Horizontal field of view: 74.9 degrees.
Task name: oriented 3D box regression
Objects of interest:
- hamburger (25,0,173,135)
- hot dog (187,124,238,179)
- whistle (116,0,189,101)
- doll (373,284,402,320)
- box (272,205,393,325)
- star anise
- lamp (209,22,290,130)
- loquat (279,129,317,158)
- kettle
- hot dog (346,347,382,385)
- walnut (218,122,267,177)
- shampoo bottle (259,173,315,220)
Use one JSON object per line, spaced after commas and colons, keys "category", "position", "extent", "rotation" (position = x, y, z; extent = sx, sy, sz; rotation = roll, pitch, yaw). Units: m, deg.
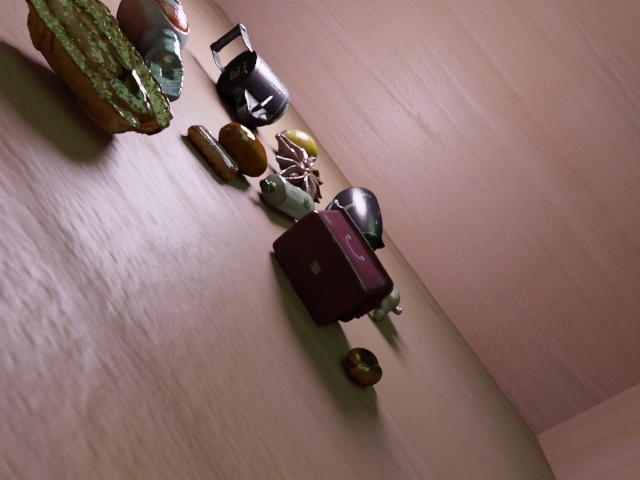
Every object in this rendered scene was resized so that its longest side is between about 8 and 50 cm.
{"category": "hamburger", "position": [-0.376, -0.287, 0.727], "extent": [0.262, 0.131, 0.124], "rotation": [56, 48, -11]}
{"category": "hot dog", "position": [-0.271, -0.225, 1.065], "extent": [0.165, 0.045, 0.071], "rotation": [51, 13, -9]}
{"category": "whistle", "position": [-0.415, -0.516, 1.084], "extent": [0.189, 0.189, 0.348], "rotation": [23, 44, -63]}
{"category": "doll", "position": [0.235, 0.199, 1.510], "extent": [0.155, 0.113, 0.275], "rotation": [51, 15, 4]}
{"category": "box", "position": [0.024, 0.064, 1.053], "extent": [0.294, 0.193, 0.167], "rotation": [57, 24, 14]}
{"category": "star anise", "position": [-0.078, -0.245, 1.560], "extent": [0.292, 0.109, 0.349], "rotation": [46, 32, -49]}
{"category": "lamp", "position": [-0.254, -0.588, 1.626], "extent": [0.272, 0.205, 0.374], "rotation": [15, 57, -60]}
{"category": "loquat", "position": [-0.099, -0.388, 1.756], "extent": [0.195, 0.152, 0.152], "rotation": [43, 18, -23]}
{"category": "kettle", "position": [0.132, -0.065, 1.718], "extent": [0.268, 0.207, 0.290], "rotation": [15, 39, -19]}
{"category": "hot dog", "position": [0.105, 0.303, 0.998], "extent": [0.140, 0.060, 0.090], "rotation": [20, 39, -53]}
{"category": "walnut", "position": [-0.210, -0.244, 1.163], "extent": [0.207, 0.116, 0.116], "rotation": [49, 12, -55]}
{"category": "shampoo bottle", "position": [-0.110, -0.135, 1.272], "extent": [0.234, 0.087, 0.118], "rotation": [26, 33, -60]}
